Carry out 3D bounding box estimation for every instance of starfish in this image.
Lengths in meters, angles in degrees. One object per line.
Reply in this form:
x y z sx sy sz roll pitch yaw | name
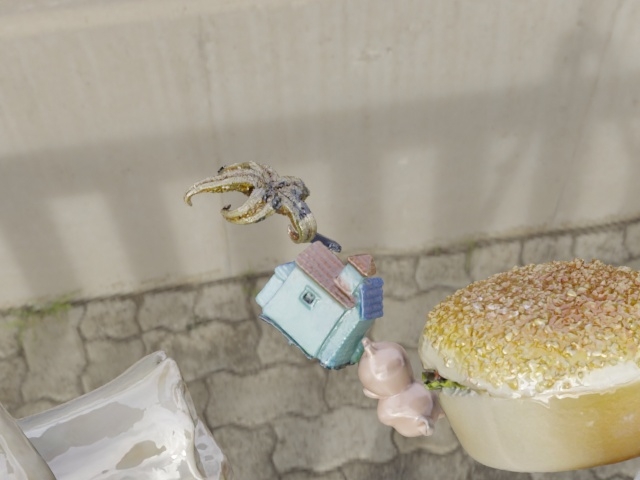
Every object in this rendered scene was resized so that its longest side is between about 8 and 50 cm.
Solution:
-0.092 -0.062 1.471 0.189 0.074 0.146 14 32 -24 | starfish

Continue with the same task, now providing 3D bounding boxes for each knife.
0.000 0.000 1.517 0.031 0.121 0.018 17 92 -24 | knife

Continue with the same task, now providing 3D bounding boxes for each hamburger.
0.248 0.117 1.125 0.302 0.302 0.170 -17 100 -9 | hamburger

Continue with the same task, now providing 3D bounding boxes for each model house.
0.020 0.063 1.360 0.148 0.119 0.149 43 110 19 | model house

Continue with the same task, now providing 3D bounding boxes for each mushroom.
-0.211 0.181 0.734 0.290 0.297 0.297 -34 60 -25 | mushroom

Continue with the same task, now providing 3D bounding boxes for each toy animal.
0.095 0.180 1.324 0.150 0.089 0.083 49 53 -12 | toy animal

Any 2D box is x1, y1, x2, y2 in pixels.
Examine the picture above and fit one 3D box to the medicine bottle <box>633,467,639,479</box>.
0.401 0.290 0.990 0.250 0.131 0.131 47 62 -13 | medicine bottle
